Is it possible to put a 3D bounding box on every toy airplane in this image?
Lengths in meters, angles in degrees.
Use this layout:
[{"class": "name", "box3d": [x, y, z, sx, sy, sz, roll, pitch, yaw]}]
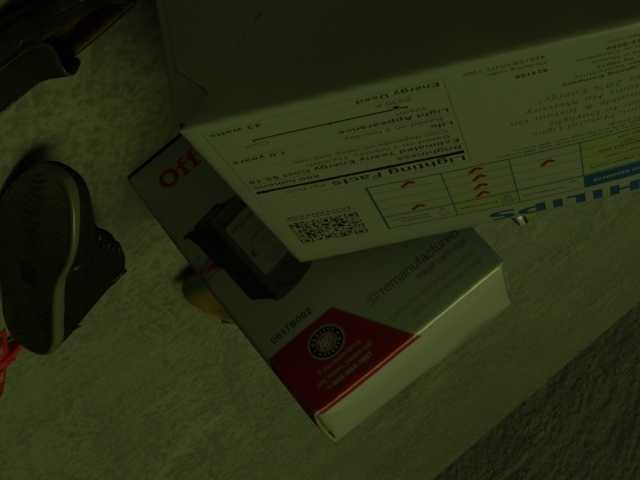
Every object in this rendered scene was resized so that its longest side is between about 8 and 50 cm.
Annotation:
[{"class": "toy airplane", "box3d": [-0.311, 0.111, 1.490, 0.151, 0.028, 0.151, -35, 161, -14]}]

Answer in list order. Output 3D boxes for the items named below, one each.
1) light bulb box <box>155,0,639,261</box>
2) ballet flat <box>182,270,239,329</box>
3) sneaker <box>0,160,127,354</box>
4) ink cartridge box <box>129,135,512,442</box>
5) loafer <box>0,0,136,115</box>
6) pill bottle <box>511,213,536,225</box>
[{"class": "light bulb box", "box3d": [0.090, -0.162, 1.145, 0.358, 0.225, 0.361, -12, 163, 9]}, {"class": "ballet flat", "box3d": [-0.101, 0.067, 1.747, 0.073, 0.080, 0.232, -15, 161, 11]}, {"class": "sneaker", "box3d": [-0.229, -0.007, 1.343, 0.118, 0.083, 0.222, -48, 163, -43]}, {"class": "ink cartridge box", "box3d": [0.000, 0.000, 1.404, 0.226, 0.306, 0.131, -39, 160, -3]}, {"class": "loafer", "box3d": [-0.204, -0.143, 1.088, 0.170, 0.061, 0.062, -47, 161, 20]}, {"class": "pill bottle", "box3d": [0.317, -0.081, 2.172, 0.116, 0.065, 0.065, -41, 161, -1]}]
